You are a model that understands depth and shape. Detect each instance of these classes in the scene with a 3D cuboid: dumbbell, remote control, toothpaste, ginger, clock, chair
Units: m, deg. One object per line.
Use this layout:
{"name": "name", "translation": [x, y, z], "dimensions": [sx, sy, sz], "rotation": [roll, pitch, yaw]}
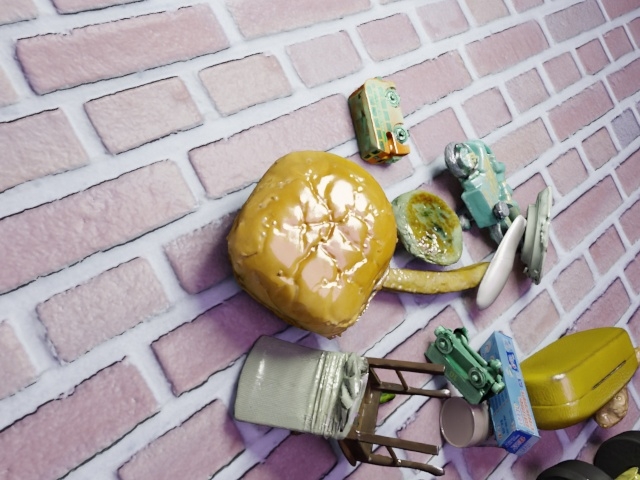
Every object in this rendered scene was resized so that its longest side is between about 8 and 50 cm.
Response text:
{"name": "dumbbell", "translation": [0.639, 0.552, 1.136], "dimensions": [0.322, 0.204, 0.203], "rotation": [-5, 80, -32]}
{"name": "remote control", "translation": [0.399, 0.053, 1.143], "dimensions": [0.229, 0.044, 0.073], "rotation": [-58, 143, -10]}
{"name": "toothpaste", "translation": [0.366, 0.291, 1.032], "dimensions": [0.053, 0.066, 0.272], "rotation": [26, 29, -5]}
{"name": "ginger", "translation": [0.744, 0.352, 1.306], "dimensions": [0.086, 0.131, 0.294], "rotation": [33, 50, 29]}
{"name": "clock", "translation": [0.502, -0.013, 1.229], "dimensions": [0.236, 0.053, 0.236], "rotation": [6, 90, -70]}
{"name": "chair", "translation": [0.043, 0.273, 0.865], "dimensions": [0.186, 0.319, 0.160], "rotation": [64, 33, -53]}

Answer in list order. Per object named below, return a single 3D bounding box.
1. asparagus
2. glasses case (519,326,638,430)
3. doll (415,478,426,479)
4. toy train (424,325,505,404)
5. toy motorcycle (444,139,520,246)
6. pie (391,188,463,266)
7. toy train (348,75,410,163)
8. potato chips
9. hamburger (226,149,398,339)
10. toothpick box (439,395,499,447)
{"name": "asparagus", "translation": [0.048, 0.306, 0.943], "dimensions": [0.233, 0.023, 0.022], "rotation": [-9, 38, -33]}
{"name": "glasses case", "translation": [0.559, 0.308, 1.163], "dimensions": [0.371, 0.173, 0.141], "rotation": [-13, 85, -39]}
{"name": "doll", "translation": [0.160, 0.514, 0.907], "dimensions": [0.095, 0.149, 0.192], "rotation": [12, 55, 15]}
{"name": "toy train", "translation": [0.280, 0.243, 1.023], "dimensions": [0.070, 0.099, 0.172], "rotation": [-10, 41, -34]}
{"name": "toy motorcycle", "translation": [0.379, -0.122, 1.218], "dimensions": [0.296, 0.109, 0.198], "rotation": [55, 44, -17]}
{"name": "pie", "translation": [0.228, -0.029, 1.100], "dimensions": [0.187, 0.041, 0.186], "rotation": [17, 51, -22]}
{"name": "toy train", "translation": [0.122, -0.252, 1.104], "dimensions": [0.099, 0.072, 0.188], "rotation": [-10, 83, -27]}
{"name": "potato chips", "translation": [0.228, 0.075, 1.090], "dimensions": [0.407, 0.057, 0.080], "rotation": [2, 74, -31]}
{"name": "hamburger", "translation": [0.000, 0.000, 0.891], "dimensions": [0.319, 0.158, 0.318], "rotation": [5, 75, -20]}
{"name": "toothpick box", "translation": [0.327, 0.365, 1.053], "dimensions": [0.149, 0.098, 0.098], "rotation": [11, 72, -28]}
